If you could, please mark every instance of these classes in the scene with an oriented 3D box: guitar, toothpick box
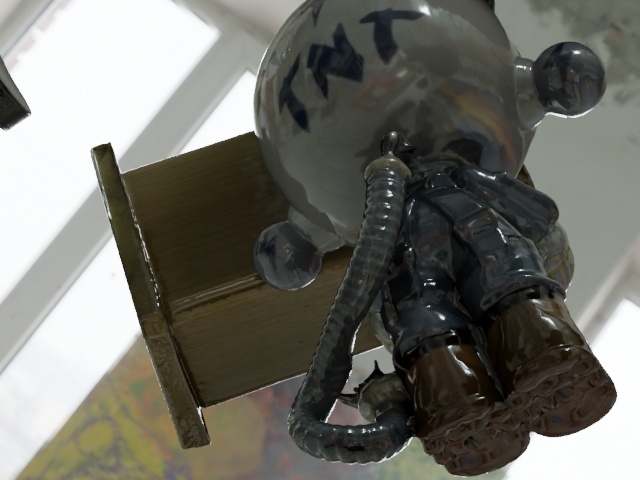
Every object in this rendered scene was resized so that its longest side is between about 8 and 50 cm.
[{"bbox_3d":[-0.351,-0.207,1.311,0.271,0.038,0.084,53,-3,36],"label":"guitar"},{"bbox_3d":[0.000,0.000,1.064,0.190,0.308,0.187,79,-9,-52],"label":"toothpick box"}]

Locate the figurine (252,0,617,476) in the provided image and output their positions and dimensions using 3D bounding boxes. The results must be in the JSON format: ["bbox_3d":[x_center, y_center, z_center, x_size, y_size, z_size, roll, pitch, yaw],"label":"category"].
[{"bbox_3d":[0.072,-0.034,0.874,0.186,0.261,0.382,65,4,-52],"label":"figurine"}]
